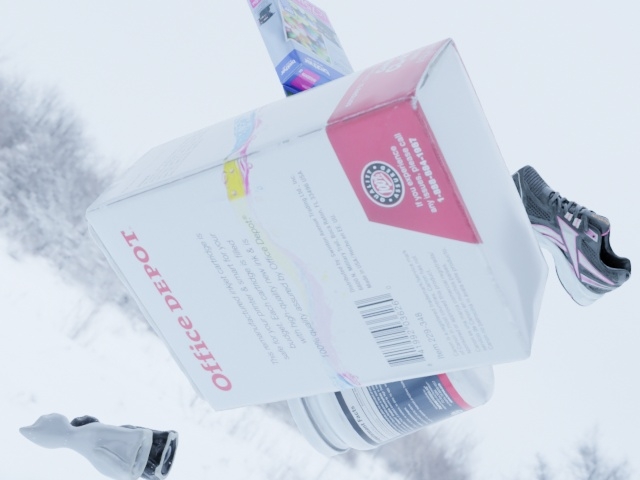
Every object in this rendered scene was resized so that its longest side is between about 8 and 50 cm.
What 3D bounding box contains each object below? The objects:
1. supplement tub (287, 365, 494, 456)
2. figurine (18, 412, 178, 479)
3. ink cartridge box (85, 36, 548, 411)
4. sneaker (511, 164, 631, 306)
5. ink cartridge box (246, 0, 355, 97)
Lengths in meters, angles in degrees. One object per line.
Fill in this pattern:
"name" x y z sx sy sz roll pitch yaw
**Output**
"supplement tub" 0.102 0.196 1.346 0.191 0.272 0.191 52 22 -32
"figurine" -0.373 0.338 1.515 0.209 0.092 0.215 11 -11 13
"ink cartridge box" 0.000 0.000 0.736 0.306 0.131 0.226 -14 -64 31
"sneaker" 0.278 -0.016 0.992 0.178 0.072 0.077 49 -44 -10
"ink cartridge box" -0.020 -0.331 1.611 0.185 0.065 0.311 21 40 -45
